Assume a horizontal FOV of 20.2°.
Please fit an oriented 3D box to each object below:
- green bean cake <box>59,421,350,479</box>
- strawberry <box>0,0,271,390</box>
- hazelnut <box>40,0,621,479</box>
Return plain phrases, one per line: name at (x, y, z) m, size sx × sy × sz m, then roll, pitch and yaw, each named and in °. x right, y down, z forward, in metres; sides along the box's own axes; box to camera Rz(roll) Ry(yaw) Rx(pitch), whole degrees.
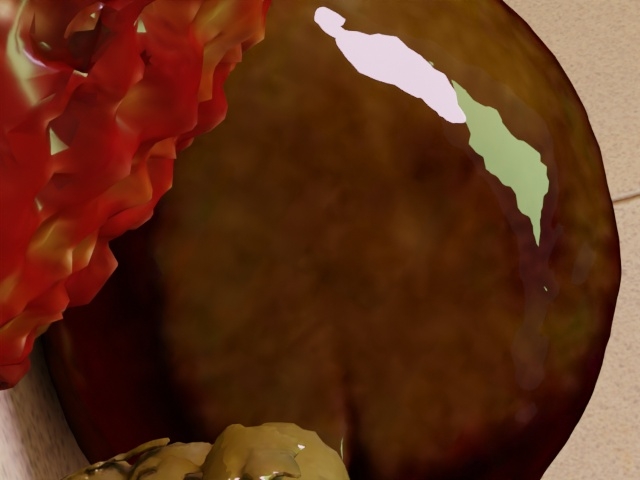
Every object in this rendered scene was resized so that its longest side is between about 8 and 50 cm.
green bean cake at (-0.067, 0.205, 0.759) m, size 0.131 × 0.224 × 0.230 m, roll -84°, pitch 156°, yaw -65°
strawberry at (-0.115, -0.092, 0.510) m, size 0.292 × 0.343 × 0.292 m, roll 55°, pitch 6°, yaw -9°
hazelnut at (0.000, 0.000, 1.160) m, size 0.429 × 0.402 × 0.402 m, roll 63°, pitch 7°, yaw -4°
